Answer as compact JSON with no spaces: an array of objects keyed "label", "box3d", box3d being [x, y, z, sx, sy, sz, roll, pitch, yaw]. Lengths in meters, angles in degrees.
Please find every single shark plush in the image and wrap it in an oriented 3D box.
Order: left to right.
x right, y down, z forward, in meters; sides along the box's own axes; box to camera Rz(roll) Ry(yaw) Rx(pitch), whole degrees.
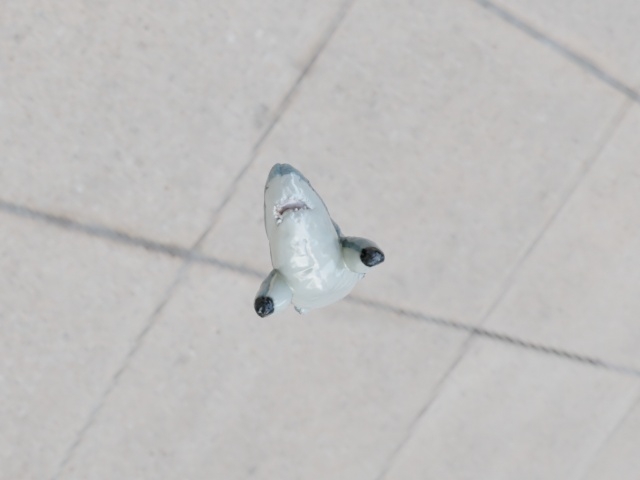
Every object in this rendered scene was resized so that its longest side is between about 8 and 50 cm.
[{"label":"shark plush","box3d":[0.000,0.000,0.894,0.073,0.067,0.161,-27,170,11]}]
